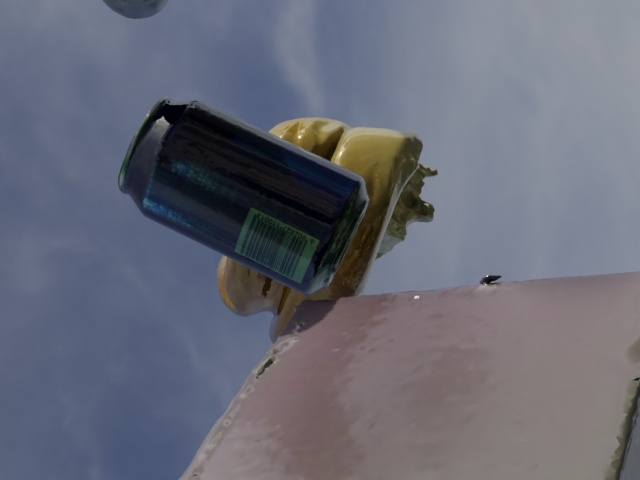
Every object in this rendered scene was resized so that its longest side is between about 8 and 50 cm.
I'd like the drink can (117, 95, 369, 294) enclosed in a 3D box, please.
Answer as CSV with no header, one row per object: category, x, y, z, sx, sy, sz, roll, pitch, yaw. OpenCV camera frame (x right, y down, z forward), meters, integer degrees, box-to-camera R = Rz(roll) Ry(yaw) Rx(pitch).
drink can,-0.066,-0.042,0.948,0.204,0.118,0.118,27,-118,3

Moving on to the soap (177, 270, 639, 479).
soap,0.076,0.132,0.720,0.285,0.296,0.107,-49,-54,-54

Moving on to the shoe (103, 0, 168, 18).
shoe,-0.179,-0.255,0.997,0.103,0.251,0.100,15,-68,-8

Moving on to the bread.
bread,-0.003,-0.025,1.494,0.245,0.424,0.329,38,-110,6
